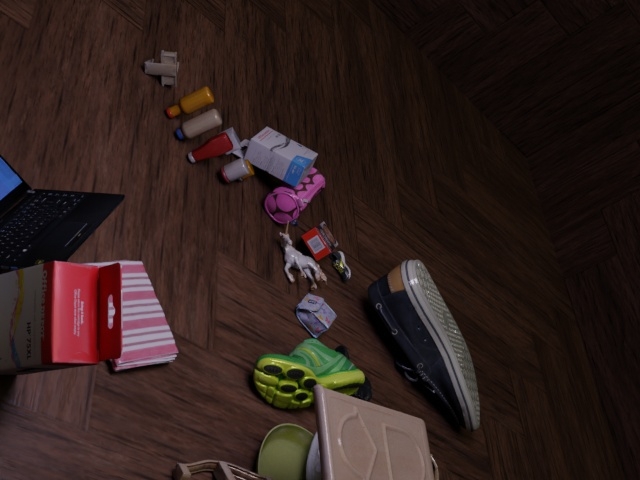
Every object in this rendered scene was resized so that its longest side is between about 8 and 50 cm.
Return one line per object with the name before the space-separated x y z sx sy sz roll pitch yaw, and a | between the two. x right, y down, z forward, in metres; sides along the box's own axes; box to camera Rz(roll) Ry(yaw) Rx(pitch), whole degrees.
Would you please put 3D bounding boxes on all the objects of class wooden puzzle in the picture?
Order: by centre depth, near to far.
wooden puzzle | 0.092 0.434 1.383 0.347 0.080 0.322 31 43 -45

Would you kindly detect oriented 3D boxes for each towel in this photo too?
towel | -0.328 0.123 1.395 0.144 0.029 0.197 1 60 -57

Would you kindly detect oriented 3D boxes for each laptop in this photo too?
laptop | -0.471 -0.075 1.239 0.234 0.264 0.137 -65 156 -56

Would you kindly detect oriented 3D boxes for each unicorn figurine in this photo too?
unicorn figurine | -0.050 0.047 1.883 0.162 0.060 0.111 46 21 -52

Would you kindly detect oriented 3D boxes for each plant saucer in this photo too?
plant saucer | -0.042 0.457 1.511 0.241 0.037 0.241 39 34 -33

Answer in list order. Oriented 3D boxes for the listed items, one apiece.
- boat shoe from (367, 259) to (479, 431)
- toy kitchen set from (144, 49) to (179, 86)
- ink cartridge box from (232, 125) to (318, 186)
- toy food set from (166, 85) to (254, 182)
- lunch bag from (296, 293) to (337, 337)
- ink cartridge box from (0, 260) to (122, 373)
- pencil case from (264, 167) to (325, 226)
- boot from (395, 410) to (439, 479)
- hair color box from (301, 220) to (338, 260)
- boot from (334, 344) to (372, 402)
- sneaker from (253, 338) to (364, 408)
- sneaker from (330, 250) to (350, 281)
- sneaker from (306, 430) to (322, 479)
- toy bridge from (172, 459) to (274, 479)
boat shoe | 0.271 0.276 2.069 0.500 0.155 0.187 61 21 -21
toy kitchen set | -0.349 -0.395 1.819 0.068 0.083 0.075 4 47 -7
ink cartridge box | -0.109 -0.206 1.937 0.180 0.060 0.104 28 30 5
toy food set | -0.240 -0.208 1.810 0.111 0.104 0.232 -103 167 -55
lunch bag | -0.012 0.162 1.828 0.083 0.053 0.071 47 28 -2
ink cartridge box | -0.368 0.105 1.104 0.078 0.231 0.134 13 69 -53
pencil case | -0.054 -0.112 1.975 0.095 0.098 0.209 60 27 -14
boot | 0.181 0.454 1.708 0.203 0.095 0.262 91 -6 -59
hair color box | 0.000 0.000 1.969 0.072 0.043 0.141 57 10 -3
boot | 0.072 0.303 1.831 0.099 0.045 0.121 28 48 -40
sneaker | -0.037 0.265 1.662 0.295 0.109 0.123 16 26 -49
sneaker | 0.046 0.065 2.041 0.035 0.031 0.083 3 55 -41
sneaker | 0.090 0.496 1.526 0.236 0.130 0.323 46 29 -34
toy bridge | -0.158 0.391 1.367 0.188 0.026 0.063 19 10 -32
